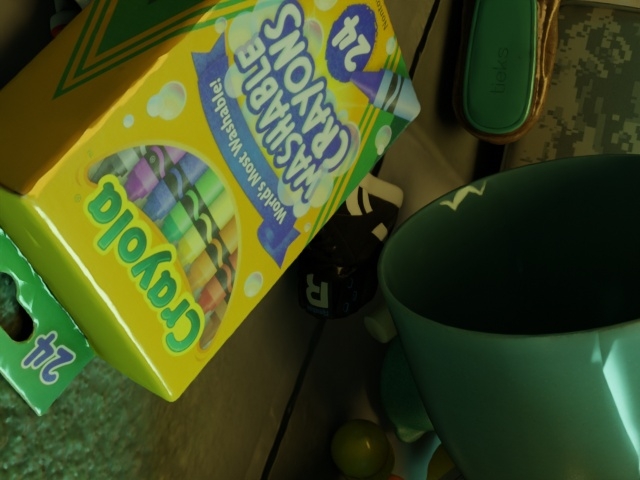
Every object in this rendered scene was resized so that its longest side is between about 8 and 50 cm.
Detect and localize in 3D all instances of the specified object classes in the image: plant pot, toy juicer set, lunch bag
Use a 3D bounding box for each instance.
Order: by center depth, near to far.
[{"bbox_3d":[0.210,0.098,0.999,0.293,0.293,0.235,-42,127,-46],"label":"plant pot"},{"bbox_3d":[0.083,0.129,1.159,0.209,0.089,0.329,-19,119,-35],"label":"toy juicer set"},{"bbox_3d":[0.315,-0.093,1.352,0.256,0.212,0.305,13,88,-75],"label":"lunch bag"}]

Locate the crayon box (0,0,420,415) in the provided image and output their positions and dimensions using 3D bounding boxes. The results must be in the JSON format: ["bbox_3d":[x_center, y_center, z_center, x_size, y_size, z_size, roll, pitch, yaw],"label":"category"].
[{"bbox_3d":[-0.082,-0.050,0.756,0.323,0.083,0.203,-50,142,-20],"label":"crayon box"}]

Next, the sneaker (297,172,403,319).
[{"bbox_3d":[0.000,0.000,0.974,0.217,0.079,0.121,16,84,-60],"label":"sneaker"}]

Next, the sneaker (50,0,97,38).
[{"bbox_3d":[-0.128,-0.140,0.767,0.075,0.057,0.161,-54,146,-7],"label":"sneaker"}]

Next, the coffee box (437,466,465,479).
[{"bbox_3d":[0.127,0.435,0.953,0.334,0.338,0.338,-17,132,-62],"label":"coffee box"}]

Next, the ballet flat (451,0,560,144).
[{"bbox_3d":[0.193,-0.263,1.201,0.124,0.116,0.343,-32,128,-75],"label":"ballet flat"}]
